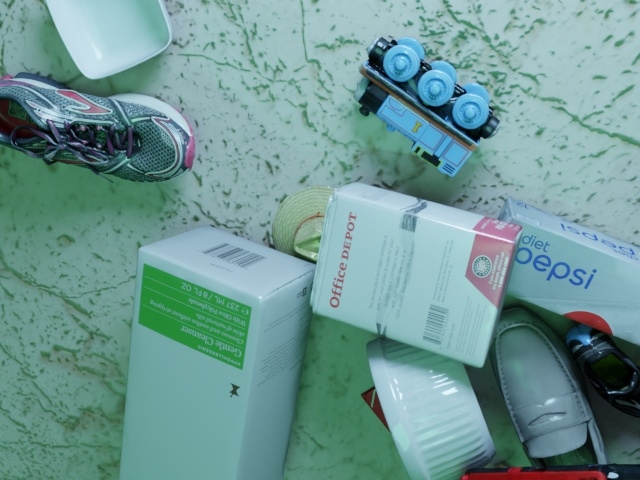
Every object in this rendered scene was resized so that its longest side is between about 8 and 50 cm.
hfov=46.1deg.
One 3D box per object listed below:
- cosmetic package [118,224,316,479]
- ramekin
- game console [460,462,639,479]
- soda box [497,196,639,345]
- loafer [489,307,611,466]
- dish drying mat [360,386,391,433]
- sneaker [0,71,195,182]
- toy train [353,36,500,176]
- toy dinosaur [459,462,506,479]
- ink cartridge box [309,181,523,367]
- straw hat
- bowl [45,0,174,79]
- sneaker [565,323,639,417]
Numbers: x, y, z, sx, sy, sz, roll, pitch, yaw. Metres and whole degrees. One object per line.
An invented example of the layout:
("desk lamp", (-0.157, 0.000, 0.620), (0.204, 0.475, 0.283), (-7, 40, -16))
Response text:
("cosmetic package", (-0.139, 0.188, 1.007), (0.197, 0.155, 0.366), (18, 111, 24))
("ramekin", (0.145, 0.210, 0.964), (0.109, 0.207, 0.207), (-21, 104, 7))
("game console", (0.369, 0.265, 0.789), (0.386, 0.342, 0.060), (3, 72, -12))
("soda box", (0.346, 0.050, 0.928), (0.286, 0.091, 0.098), (22, 112, 2))
("loafer", (0.310, 0.237, 0.988), (0.112, 0.111, 0.319), (-26, 103, 17))
("dish drying mat", (0.095, 0.248, 1.086), (0.032, 0.008, 0.083), (-35, 100, 18))
("sneaker", (-0.308, -0.134, 0.971), (0.299, 0.112, 0.121), (12, 111, 5))
("toy train", (0.123, -0.163, 0.903), (0.184, 0.080, 0.105), (34, 117, -3))
("toy dinosaur", (0.226, 0.323, 1.059), (0.112, 0.064, 0.212), (12, 110, 7))
("ink cartridge box", (0.110, 0.035, 0.891), (0.217, 0.092, 0.159), (16, 109, 17))
("straw hat", (0.000, 0.000, 0.989), (0.144, 0.061, 0.144), (3, 110, 9))
("bowl", (-0.258, -0.286, 0.940), (0.142, 0.053, 0.142), (-19, 106, 15))
("sneaker", (0.378, 0.180, 0.963), (0.067, 0.078, 0.188), (-36, 120, 18))
